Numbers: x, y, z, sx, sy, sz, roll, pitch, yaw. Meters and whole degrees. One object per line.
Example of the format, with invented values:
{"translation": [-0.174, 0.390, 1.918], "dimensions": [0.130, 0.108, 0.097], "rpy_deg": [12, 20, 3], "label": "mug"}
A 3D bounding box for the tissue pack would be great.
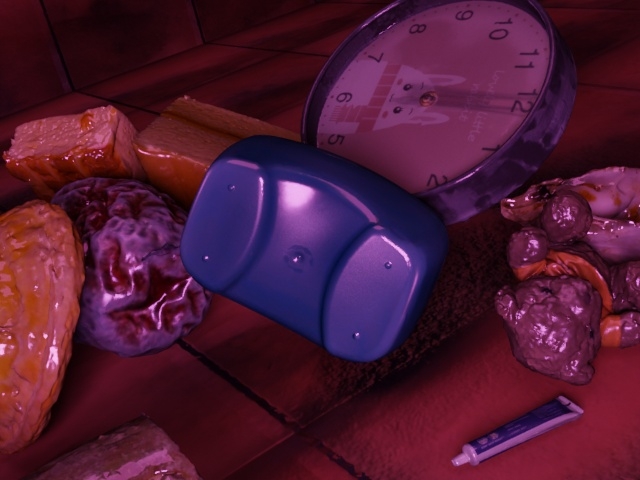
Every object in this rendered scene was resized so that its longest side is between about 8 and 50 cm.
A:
{"translation": [0.000, 0.000, 0.970], "dimensions": [0.287, 0.198, 0.206], "rpy_deg": [24, 21, 10], "label": "tissue pack"}

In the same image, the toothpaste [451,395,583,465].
{"translation": [0.185, 0.183, 0.786], "dimensions": [0.140, 0.021, 0.037], "rpy_deg": [-20, 25, -17], "label": "toothpaste"}

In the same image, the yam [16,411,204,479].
{"translation": [-0.221, 0.270, 0.659], "dimensions": [0.304, 0.168, 0.168], "rpy_deg": [-26, 28, -28], "label": "yam"}

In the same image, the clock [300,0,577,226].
{"translation": [0.147, -0.191, 1.120], "dimensions": [0.386, 0.076, 0.386], "rpy_deg": [-18, 52, 25], "label": "clock"}

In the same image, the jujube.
{"translation": [-0.263, 0.030, 1.099], "dimensions": [0.226, 0.226, 0.317], "rpy_deg": [-26, 24, -23], "label": "jujube"}

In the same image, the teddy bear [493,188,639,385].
{"translation": [0.259, 0.064, 0.876], "dimensions": [0.190, 0.177, 0.140], "rpy_deg": [-41, -8, -45], "label": "teddy bear"}

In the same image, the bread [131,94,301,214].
{"translation": [-0.055, -0.118, 1.282], "dimensions": [0.361, 0.245, 0.233], "rpy_deg": [-11, 24, 15], "label": "bread"}

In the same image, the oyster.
{"translation": [0.391, -0.011, 0.981], "dimensions": [0.341, 0.110, 0.166], "rpy_deg": [-4, 31, 13], "label": "oyster"}

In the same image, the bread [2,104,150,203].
{"translation": [-0.343, -0.086, 1.309], "dimensions": [0.184, 0.275, 0.114], "rpy_deg": [-7, 59, 12], "label": "bread"}

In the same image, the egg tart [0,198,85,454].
{"translation": [-0.380, 0.093, 0.948], "dimensions": [0.128, 0.319, 0.319], "rpy_deg": [12, 9, -34], "label": "egg tart"}
